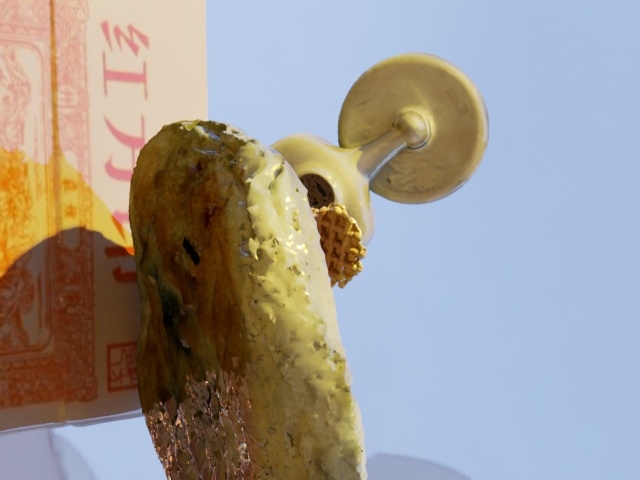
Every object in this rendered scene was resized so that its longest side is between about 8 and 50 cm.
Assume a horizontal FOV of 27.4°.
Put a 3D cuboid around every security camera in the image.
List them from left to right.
[{"bbox_3d":[0.035,-0.072,1.345,0.301,0.080,0.157,-36,-94,6],"label":"security camera"}]

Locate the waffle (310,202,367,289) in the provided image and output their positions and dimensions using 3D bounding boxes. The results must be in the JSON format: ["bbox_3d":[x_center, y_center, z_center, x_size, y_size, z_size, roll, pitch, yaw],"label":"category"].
[{"bbox_3d":[0.001,0.002,1.022,0.085,0.016,0.078,-11,-82,48],"label":"waffle"}]

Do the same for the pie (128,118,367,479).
[{"bbox_3d":[-0.037,0.042,0.514,0.187,0.041,0.186,40,-45,55],"label":"pie"}]

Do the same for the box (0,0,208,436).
[{"bbox_3d":[-0.185,-0.017,0.503,0.051,0.365,0.204,-2,-90,40],"label":"box"}]
